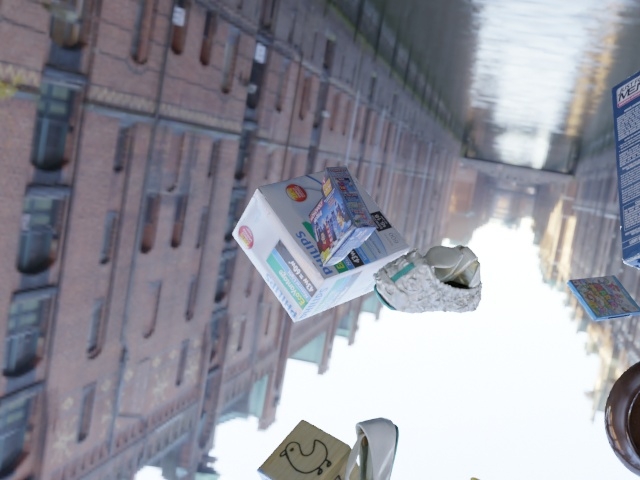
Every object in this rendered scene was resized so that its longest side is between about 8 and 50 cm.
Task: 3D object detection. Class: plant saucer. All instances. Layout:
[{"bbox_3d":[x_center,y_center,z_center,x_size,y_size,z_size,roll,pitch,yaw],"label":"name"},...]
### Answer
[{"bbox_3d":[0.825,0.422,1.933,0.311,0.310,0.050,10,178,4],"label":"plant saucer"}]

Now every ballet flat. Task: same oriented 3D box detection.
[{"bbox_3d":[0.251,0.072,1.649,0.147,0.147,0.409,13,-173,29],"label":"ballet flat"},{"bbox_3d":[0.119,0.658,2.151,0.139,0.400,0.139,5,164,2],"label":"ballet flat"}]

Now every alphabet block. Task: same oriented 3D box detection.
[{"bbox_3d":[-0.023,0.646,2.268,0.192,0.193,0.197,21,-126,37],"label":"alphabet block"}]

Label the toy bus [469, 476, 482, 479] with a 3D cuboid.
[{"bbox_3d":[0.478,0.779,2.258,0.220,0.211,0.149,26,162,6],"label":"toy bus"}]

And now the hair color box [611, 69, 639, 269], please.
[{"bbox_3d":[0.599,-0.110,1.399,0.174,0.347,0.105,18,153,-24],"label":"hair color box"}]

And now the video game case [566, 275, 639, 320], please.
[{"bbox_3d":[0.686,0.137,1.999,0.166,0.015,0.119,-3,-132,-32],"label":"video game case"}]

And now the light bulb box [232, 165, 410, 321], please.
[{"bbox_3d":[0.000,0.000,2.474,0.361,0.225,0.358,-19,-117,-41],"label":"light bulb box"}]

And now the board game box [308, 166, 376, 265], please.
[{"bbox_3d":[0.043,-0.068,1.983,0.060,0.194,0.194,-2,153,-27],"label":"board game box"}]
